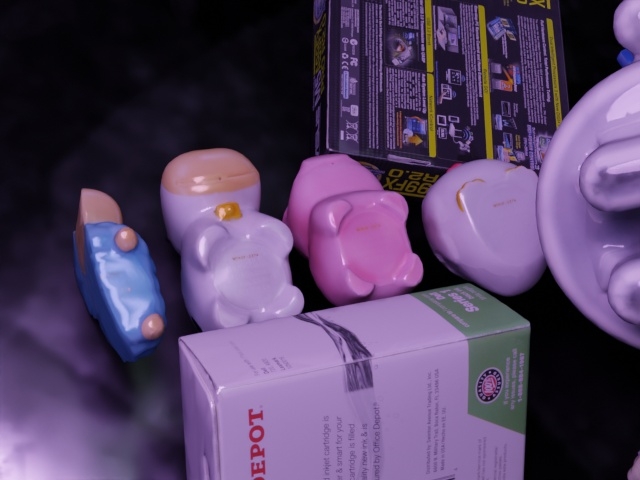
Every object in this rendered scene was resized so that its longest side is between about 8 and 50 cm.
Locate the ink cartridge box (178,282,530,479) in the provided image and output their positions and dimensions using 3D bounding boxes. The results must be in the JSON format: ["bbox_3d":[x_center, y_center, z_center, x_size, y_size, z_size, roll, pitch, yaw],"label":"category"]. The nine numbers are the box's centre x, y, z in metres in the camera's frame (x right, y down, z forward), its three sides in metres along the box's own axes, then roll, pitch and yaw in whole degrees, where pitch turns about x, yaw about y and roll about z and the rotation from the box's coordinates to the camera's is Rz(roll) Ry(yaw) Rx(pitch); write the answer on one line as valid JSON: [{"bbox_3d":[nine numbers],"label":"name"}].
[{"bbox_3d":[0.022,0.130,0.802,0.220,0.160,0.092,-8,22,-20],"label":"ink cartridge box"}]

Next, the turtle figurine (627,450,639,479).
[{"bbox_3d":[0.302,0.244,0.867,0.266,0.275,0.198,-42,103,-10],"label":"turtle figurine"}]

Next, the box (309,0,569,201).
[{"bbox_3d":[0.102,-0.159,1.046,0.216,0.060,0.270,8,61,-13],"label":"box"}]

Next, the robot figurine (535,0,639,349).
[{"bbox_3d":[0.264,-0.037,0.854,0.200,0.353,0.299,-10,95,19],"label":"robot figurine"}]

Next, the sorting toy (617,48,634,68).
[{"bbox_3d":[0.375,-0.031,1.068,0.196,0.047,0.347,-39,78,-25],"label":"sorting toy"}]

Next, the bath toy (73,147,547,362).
[{"bbox_3d":[0.000,0.000,0.892,0.348,0.129,0.151,-7,79,-18],"label":"bath toy"}]
